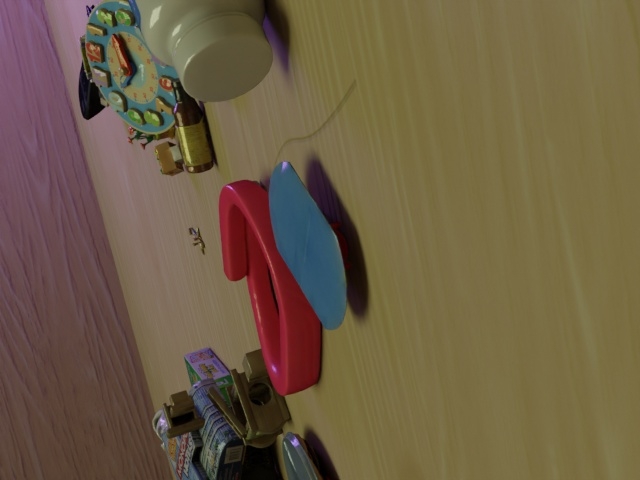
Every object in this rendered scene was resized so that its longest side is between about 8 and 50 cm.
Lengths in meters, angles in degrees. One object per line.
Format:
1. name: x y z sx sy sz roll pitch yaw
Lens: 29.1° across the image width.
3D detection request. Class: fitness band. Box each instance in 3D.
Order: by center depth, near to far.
1. fitness band: -0.056 0.055 1.438 0.291 0.054 0.209 90 156 -51

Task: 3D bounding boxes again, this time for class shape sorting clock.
1. shape sorting clock: -0.272 -0.250 1.785 0.206 0.040 0.206 30 134 35

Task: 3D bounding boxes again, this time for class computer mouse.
1. computer mouse: -0.425 -0.314 2.420 0.262 0.060 0.184 108 149 -47

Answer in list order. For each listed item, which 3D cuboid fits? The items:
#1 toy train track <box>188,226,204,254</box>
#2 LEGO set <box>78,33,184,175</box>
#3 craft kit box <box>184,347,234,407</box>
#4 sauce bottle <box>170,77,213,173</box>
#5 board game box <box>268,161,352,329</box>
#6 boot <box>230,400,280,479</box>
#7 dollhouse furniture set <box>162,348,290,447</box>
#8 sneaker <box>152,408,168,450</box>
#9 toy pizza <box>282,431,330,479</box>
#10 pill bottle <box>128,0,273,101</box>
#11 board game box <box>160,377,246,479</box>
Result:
1. toy train track: -0.206 -0.003 2.013 0.083 0.014 0.048 -136 32 -64
2. LEGO set: -0.298 -0.233 1.908 0.132 0.107 0.287 -137 34 -64
3. craft kit box: -0.165 0.338 2.172 0.246 0.061 0.250 -158 53 -69
4. sauce bottle: -0.174 -0.155 1.659 0.042 0.042 0.128 -137 34 -64
5. board game box: 0.000 0.000 1.190 0.169 0.033 0.133 57 154 34
6. boot: -0.101 0.323 1.877 0.137 0.076 0.198 109 142 -58
7. dollhouse furniture set: -0.131 0.236 1.693 0.182 0.160 0.101 110 141 -69
8. sneaker: -0.233 0.337 2.132 0.258 0.091 0.094 172 82 -74
9. toy pizza: -0.001 0.339 1.580 0.201 0.032 0.201 162 90 -77
10. pill bottle: -0.126 -0.245 1.199 0.124 0.124 0.222 96 154 -58
11. board game box: -0.188 0.322 1.923 0.194 0.060 0.194 50 138 48
